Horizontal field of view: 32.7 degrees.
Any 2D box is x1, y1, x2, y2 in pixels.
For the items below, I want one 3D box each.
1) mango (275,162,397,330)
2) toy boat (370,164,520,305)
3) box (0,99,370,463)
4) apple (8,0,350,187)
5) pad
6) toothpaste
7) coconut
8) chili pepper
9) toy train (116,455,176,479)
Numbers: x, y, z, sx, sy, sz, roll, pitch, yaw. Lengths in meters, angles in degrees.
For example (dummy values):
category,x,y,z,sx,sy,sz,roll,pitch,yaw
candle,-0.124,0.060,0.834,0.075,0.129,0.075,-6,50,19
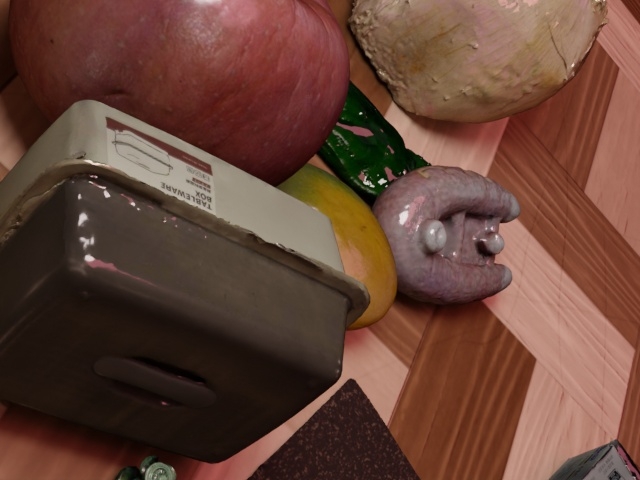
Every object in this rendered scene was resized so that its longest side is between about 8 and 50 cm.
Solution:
category,x,y,z,sx,sy,sz,roll,pitch,yaw
mango,0.000,0.000,1.088,0.195,0.092,0.130,45,51,-3
toy boat,0.150,-0.003,1.199,0.227,0.085,0.155,7,92,-42
box,-0.125,0.043,0.842,0.290,0.220,0.166,25,40,-33
apple,-0.122,-0.171,0.933,0.306,0.235,0.306,46,21,-23
pad,0.004,0.294,0.991,0.220,0.004,0.330,58,41,-4
toothpaste,0.239,0.312,1.156,0.313,0.089,0.071,-28,83,-48
coconut,0.207,-0.294,1.325,0.297,0.254,0.297,20,58,-36
chili pepper,0.051,-0.106,1.212,0.224,0.061,0.098,43,58,-24
toy train,-0.151,0.220,0.844,0.122,0.050,0.081,-22,90,-49
